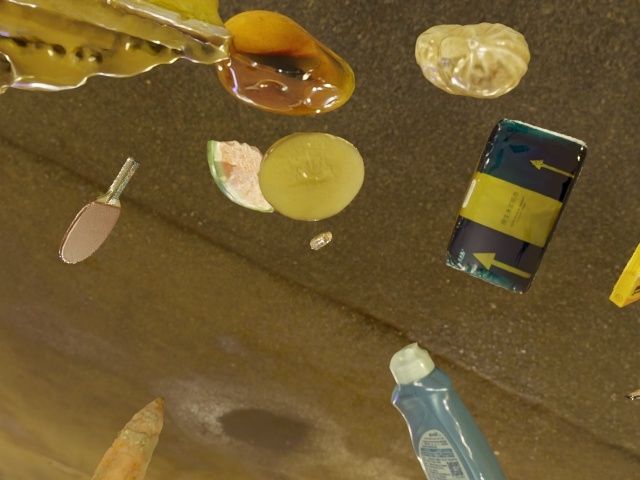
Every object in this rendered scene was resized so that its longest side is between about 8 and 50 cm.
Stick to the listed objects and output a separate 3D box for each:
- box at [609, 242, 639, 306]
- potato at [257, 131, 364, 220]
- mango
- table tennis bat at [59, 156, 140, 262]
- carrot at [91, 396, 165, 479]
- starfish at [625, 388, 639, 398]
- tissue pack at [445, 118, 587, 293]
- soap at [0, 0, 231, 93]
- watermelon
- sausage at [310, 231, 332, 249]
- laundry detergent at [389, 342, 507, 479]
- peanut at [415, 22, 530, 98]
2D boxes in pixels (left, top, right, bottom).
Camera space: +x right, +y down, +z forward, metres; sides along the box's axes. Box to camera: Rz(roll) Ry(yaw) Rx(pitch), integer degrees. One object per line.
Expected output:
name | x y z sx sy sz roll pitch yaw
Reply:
box | 0.745 0.018 1.408 0.043 0.152 0.269 46 135 39
potato | -0.034 -0.142 1.287 0.158 0.203 0.178 -132 19 -65
mango | -0.058 -0.276 1.036 0.236 0.136 0.166 15 160 -11
table tennis bat | -0.481 -0.065 1.413 0.021 0.274 0.154 34 -177 11
carrot | -0.345 0.398 1.163 0.102 0.263 0.102 13 141 11
starfish | 0.510 0.177 0.814 0.240 0.043 0.227 31 143 1
tissue pack | 0.514 -0.089 1.713 0.253 0.416 0.264 21 -170 15
soap | -0.314 -0.288 0.891 0.339 0.169 0.304 13 161 -20
watermelon | -0.214 -0.155 1.578 0.146 0.128 0.231 10 130 56
sausage | 0.000 0.000 1.218 0.024 0.024 0.132 26 169 -6
laundry detergent | 0.200 0.307 1.088 0.143 0.094 0.290 -20 95 60
peanut | 0.285 -0.357 1.258 0.153 0.140 0.325 13 -165 -26
